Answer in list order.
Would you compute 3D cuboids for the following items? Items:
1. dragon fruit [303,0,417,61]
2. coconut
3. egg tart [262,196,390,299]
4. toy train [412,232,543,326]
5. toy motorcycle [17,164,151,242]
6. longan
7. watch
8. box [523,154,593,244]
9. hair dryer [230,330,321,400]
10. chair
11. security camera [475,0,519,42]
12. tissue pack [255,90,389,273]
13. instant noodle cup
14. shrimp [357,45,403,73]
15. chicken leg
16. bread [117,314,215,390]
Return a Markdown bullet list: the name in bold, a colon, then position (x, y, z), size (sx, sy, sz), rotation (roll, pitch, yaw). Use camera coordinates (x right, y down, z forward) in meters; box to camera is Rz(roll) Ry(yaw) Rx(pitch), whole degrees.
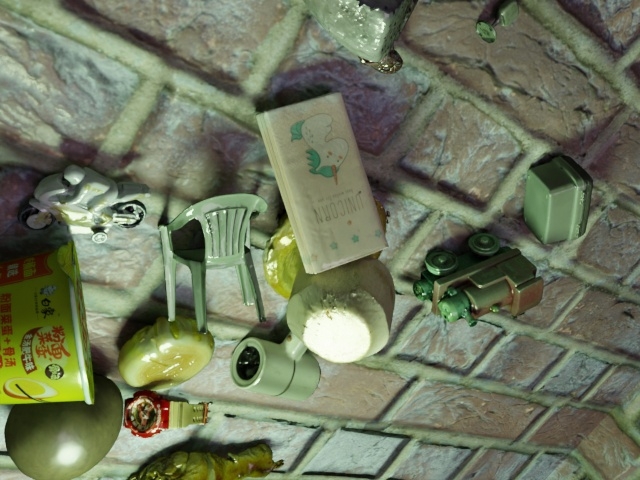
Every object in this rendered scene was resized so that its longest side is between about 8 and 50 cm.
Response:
- **dragon fruit**: position (0.065, -0.447, 1.241), size (0.282, 0.221, 0.204), rotation (-63, -177, -22)
- **coconut**: position (0.044, 0.126, 1.553), size (0.241, 0.241, 0.241), rotation (-18, 134, -19)
- **egg tart**: position (0.000, 0.000, 1.642), size (0.315, 0.120, 0.314), rotation (-17, 135, -18)
- **toy train**: position (0.399, 0.112, 1.920), size (0.305, 0.221, 0.150), rotation (-21, 135, -18)
- **toy motorcycle**: position (-0.421, -0.073, 1.341), size (0.229, 0.074, 0.151), rotation (-2, 133, -20)
- **longan**: position (-0.527, 0.380, 1.560), size (0.248, 0.248, 0.248), rotation (-18, 134, -19)
- **watch**: position (-0.334, 0.393, 1.709), size (0.268, 0.165, 0.102), rotation (20, 69, -59)
- **box**: position (0.610, -0.100, 1.932), size (0.129, 0.148, 0.210), rotation (-17, 132, -9)
- **hair dryer**: position (-0.043, 0.223, 1.814), size (0.203, 0.128, 0.362), rotation (24, 106, -42)
- **chair**: position (-0.202, 0.034, 1.500), size (0.204, 0.191, 0.274), rotation (-11, 103, -26)
- **security camera**: position (0.370, -0.457, 1.545), size (0.092, 0.058, 0.058), rotation (-43, 138, -12)
- **tissue pack**: position (0.005, -0.114, 1.455), size (0.170, 0.071, 0.325), rotation (-21, 98, -20)
- **instant noodle cup**: position (-0.533, 0.158, 1.328), size (0.222, 0.311, 0.311), rotation (-8, 130, -17)
- **shrimp**: position (0.094, -0.380, 1.413), size (0.073, 0.074, 0.190), rotation (-19, 133, 28)
- **chicken leg**: position (-0.287, 0.622, 1.994), size (0.430, 0.152, 0.201), rotation (-3, 140, -40)
- **bread**: position (-0.336, 0.241, 1.636), size (0.214, 0.104, 0.213), rotation (-15, 140, -13)
